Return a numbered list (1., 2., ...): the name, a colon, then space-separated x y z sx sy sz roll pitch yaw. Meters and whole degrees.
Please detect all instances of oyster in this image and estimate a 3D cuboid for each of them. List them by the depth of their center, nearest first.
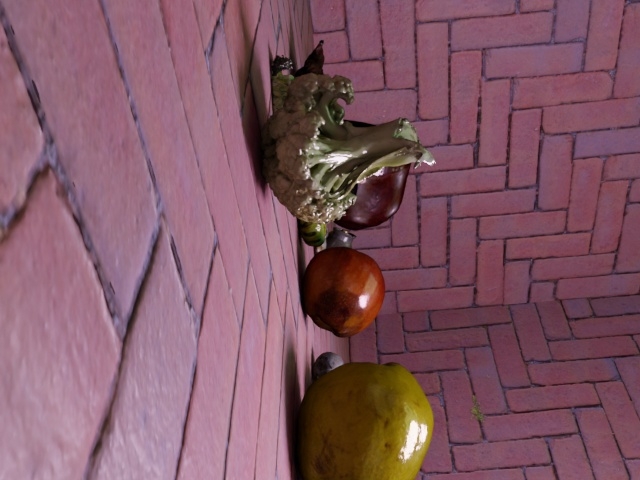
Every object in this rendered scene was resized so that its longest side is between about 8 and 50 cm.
1. oyster: -0.031 -0.428 2.172 0.221 0.096 0.361 88 1 -45

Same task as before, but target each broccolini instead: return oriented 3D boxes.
1. broccolini: -0.087 -0.386 1.685 0.194 0.054 0.052 63 3 -85

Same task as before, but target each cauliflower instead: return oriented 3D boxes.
1. cauliflower: 0.020 -0.178 1.321 0.260 0.281 0.327 56 6 -10

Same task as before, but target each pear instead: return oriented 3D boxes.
1. pear: 0.077 0.418 1.475 0.287 0.287 0.375 73 32 -72

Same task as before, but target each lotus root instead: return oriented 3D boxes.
1. lotus root: 0.020 0.360 1.958 0.165 0.088 0.088 -76 162 -57

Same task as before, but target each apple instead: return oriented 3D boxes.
1. apple: 0.053 0.134 1.877 0.230 0.230 0.230 -5 90 -86

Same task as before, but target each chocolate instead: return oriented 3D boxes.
1. chocolate: 0.110 -0.208 2.473 0.383 0.384 0.331 -87 -172 -64

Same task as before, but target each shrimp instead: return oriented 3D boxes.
1. shrimp: 0.000 0.000 2.429 0.091 0.043 0.184 76 10 -46

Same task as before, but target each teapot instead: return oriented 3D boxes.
1. teapot: 0.063 0.010 2.765 0.166 0.130 0.119 33 -78 56

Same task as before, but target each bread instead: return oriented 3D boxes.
1. bread: -0.022 -0.048 1.951 0.139 0.071 0.130 -78 160 -72

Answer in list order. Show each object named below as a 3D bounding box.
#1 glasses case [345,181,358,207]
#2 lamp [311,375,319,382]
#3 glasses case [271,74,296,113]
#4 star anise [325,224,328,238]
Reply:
1. glasses case: 0.018 -0.151 1.966 0.267 0.067 0.103 21 92 -56
2. lamp: 0.075 0.432 1.787 0.284 0.250 0.250 39 -26 34
3. glasses case: -0.065 -0.219 1.603 0.095 0.062 0.272 66 19 -79
4. star anise: 0.003 -0.123 2.154 0.212 0.129 0.282 100 0 -45
